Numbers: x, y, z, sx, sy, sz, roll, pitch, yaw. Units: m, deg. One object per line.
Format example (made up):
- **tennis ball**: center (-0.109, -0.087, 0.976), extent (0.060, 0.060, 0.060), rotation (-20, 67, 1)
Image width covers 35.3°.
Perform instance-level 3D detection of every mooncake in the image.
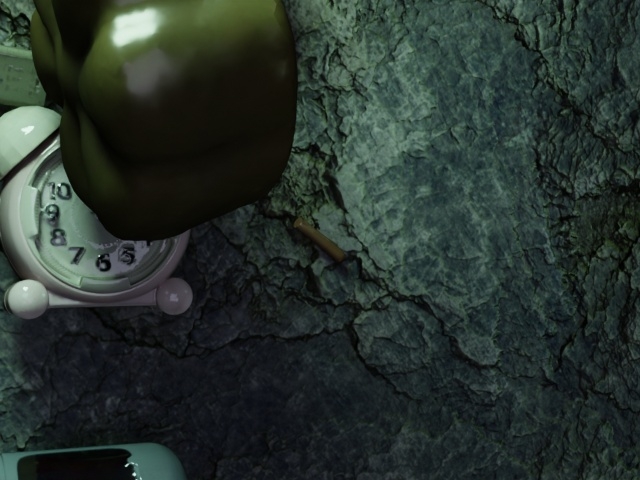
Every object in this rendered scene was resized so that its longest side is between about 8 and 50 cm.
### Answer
- **mooncake**: center (-0.231, -0.242, 1.351), extent (0.262, 0.467, 0.467), rotation (-19, 103, -23)

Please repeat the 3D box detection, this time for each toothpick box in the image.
- **toothpick box**: center (-0.360, 0.453, 1.626), extent (0.354, 0.263, 0.263), rotation (-1, 96, -23)

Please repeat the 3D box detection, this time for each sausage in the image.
- **sausage**: center (0.000, 0.000, 1.825), extent (0.116, 0.026, 0.026), rotation (40, 81, -22)

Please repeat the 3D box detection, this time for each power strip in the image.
- **power strip**: center (-0.517, -0.262, 1.569), extent (0.268, 0.034, 0.092), rotation (8, 106, -23)

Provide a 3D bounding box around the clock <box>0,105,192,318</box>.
- **clock**: center (-0.354, -0.047, 1.597), extent (0.342, 0.184, 0.326), rotation (-1, 92, -27)
